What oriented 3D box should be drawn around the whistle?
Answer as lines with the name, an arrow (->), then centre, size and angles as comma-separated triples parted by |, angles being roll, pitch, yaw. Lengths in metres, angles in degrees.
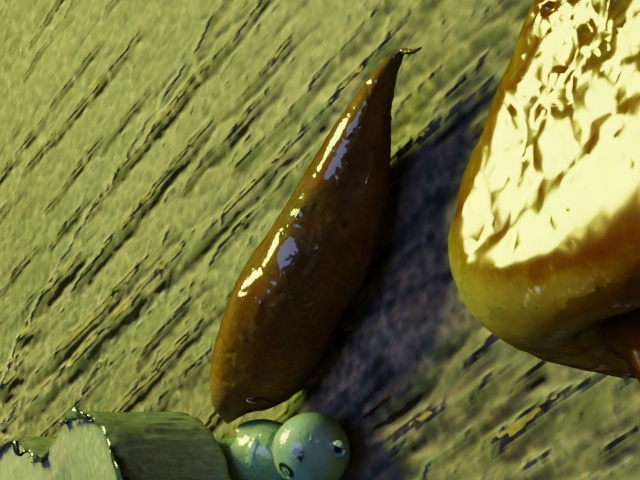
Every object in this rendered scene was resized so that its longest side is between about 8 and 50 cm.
whistle -> -0.021, 0.097, 0.755 | 0.100, 0.035, 0.035 | -13, 73, 50

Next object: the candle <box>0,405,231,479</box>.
candle -> -0.103, 0.167, 0.796 | 0.192, 0.068, 0.169 | -22, 73, 58

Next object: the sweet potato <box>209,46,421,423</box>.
sweet potato -> 0.000, 0.000, 0.740 | 0.056, 0.056, 0.195 | 41, 109, 46

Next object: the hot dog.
hot dog -> 0.148, -0.058, 0.502 | 0.153, 0.150, 0.257 | 43, 115, 56
